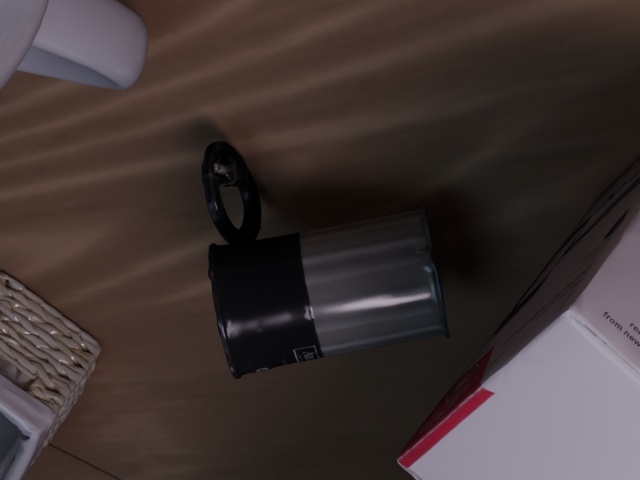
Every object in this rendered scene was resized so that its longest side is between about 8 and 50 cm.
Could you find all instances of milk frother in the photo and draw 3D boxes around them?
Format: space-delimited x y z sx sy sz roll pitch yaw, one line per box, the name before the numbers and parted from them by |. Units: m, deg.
milk frother | 0.000 0.000 1.195 0.135 0.129 0.143 -11 93 2

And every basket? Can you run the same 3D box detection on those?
basket | -0.247 0.119 1.470 0.113 0.103 0.167 37 140 2

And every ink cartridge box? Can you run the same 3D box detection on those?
ink cartridge box | 0.167 0.035 0.990 0.100 0.237 0.172 42 140 0

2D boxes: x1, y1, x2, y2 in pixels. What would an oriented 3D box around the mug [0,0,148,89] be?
mug | -0.269 -0.153 1.100 0.374 0.276 0.328 16 176 -41
